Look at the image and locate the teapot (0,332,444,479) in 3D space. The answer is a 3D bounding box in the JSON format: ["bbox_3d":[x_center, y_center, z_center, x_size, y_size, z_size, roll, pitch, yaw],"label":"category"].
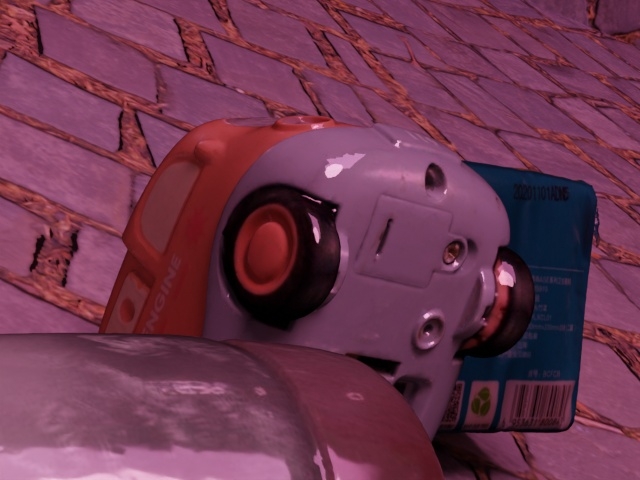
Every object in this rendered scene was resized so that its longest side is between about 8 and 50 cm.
[{"bbox_3d":[-0.121,0.166,0.679,0.312,0.233,0.315,7,26,-27],"label":"teapot"}]

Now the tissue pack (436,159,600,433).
[{"bbox_3d":[0.055,0.035,1.252,0.134,0.192,0.271,3,-3,43],"label":"tissue pack"}]

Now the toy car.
[{"bbox_3d":[-0.030,0.044,1.039,0.180,0.270,0.212,13,16,-42],"label":"toy car"}]
